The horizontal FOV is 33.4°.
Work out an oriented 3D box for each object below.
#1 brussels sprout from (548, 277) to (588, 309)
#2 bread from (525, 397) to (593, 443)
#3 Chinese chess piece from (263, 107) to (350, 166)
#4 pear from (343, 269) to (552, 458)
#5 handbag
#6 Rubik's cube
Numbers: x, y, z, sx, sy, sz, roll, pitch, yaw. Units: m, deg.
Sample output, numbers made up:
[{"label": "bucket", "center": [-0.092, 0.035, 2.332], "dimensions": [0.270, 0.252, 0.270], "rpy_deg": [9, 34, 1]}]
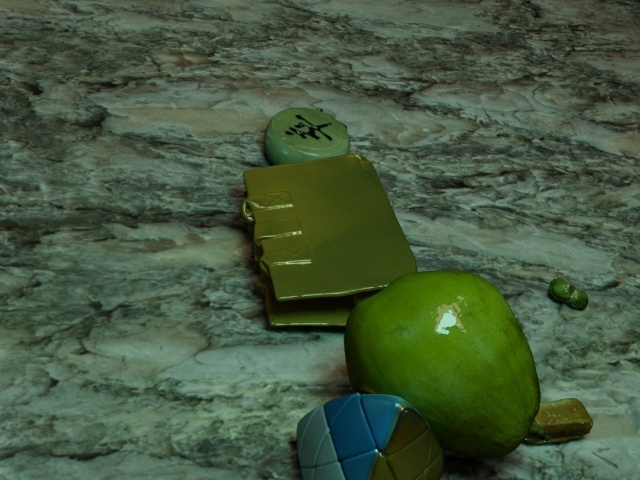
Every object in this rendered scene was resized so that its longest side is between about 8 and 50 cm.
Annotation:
[{"label": "brussels sprout", "center": [0.494, 0.105, 2.116], "dimensions": [0.083, 0.046, 0.051], "rpy_deg": [22, -3, 8]}, {"label": "bread", "center": [0.399, 0.308, 1.829], "dimensions": [0.132, 0.053, 0.074], "rpy_deg": [-3, 46, -23]}, {"label": "Chinese chess piece", "center": [-0.029, -0.210, 2.300], "dimensions": [0.188, 0.083, 0.188], "rpy_deg": [12, 39, -9]}, {"label": "pear", "center": [0.215, 0.207, 1.717], "dimensions": [0.375, 0.287, 0.287], "rpy_deg": [37, 41, 5]}, {"label": "handbag", "center": [0.000, 0.000, 2.019], "dimensions": [0.283, 0.133, 0.401], "rpy_deg": [-2, 40, -13]}, {"label": "Rubik's cube", "center": [0.078, 0.323, 1.635], "dimensions": [0.255, 0.254, 0.254], "rpy_deg": [10, 38, -8]}]
